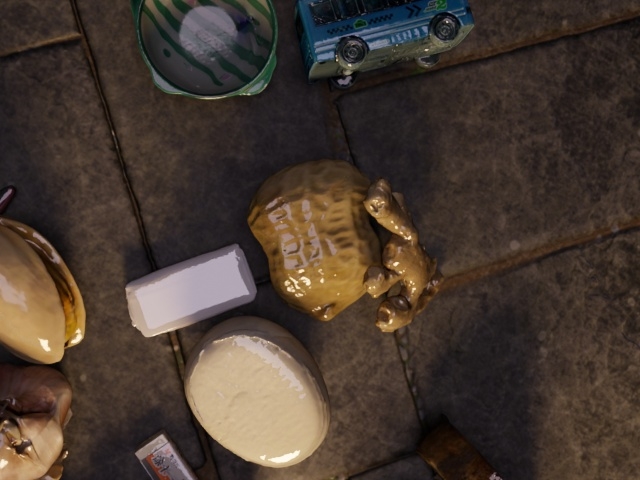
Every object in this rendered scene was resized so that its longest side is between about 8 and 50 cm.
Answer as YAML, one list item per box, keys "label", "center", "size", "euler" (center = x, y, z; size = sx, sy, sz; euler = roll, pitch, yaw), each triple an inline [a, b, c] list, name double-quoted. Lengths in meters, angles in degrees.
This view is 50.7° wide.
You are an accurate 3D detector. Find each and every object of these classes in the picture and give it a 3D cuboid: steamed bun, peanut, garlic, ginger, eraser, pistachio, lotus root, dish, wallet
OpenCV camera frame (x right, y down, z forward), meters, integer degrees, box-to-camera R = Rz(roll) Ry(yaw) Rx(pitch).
- label: "steamed bun"
  center: [-0.085, 0.211, 0.967]
  size: [0.177, 0.131, 0.228]
  euler: [-42, 98, 5]
- label: "peanut"
  center: [0.000, 0.000, 0.981]
  size: [0.197, 0.110, 0.233]
  euler: [-18, 95, -24]
- label: "garlic"
  center: [-0.417, 0.280, 0.864]
  size: [0.207, 0.256, 0.207]
  euler: [-3, 106, -9]
- label: "ginger"
  center: [0.106, 0.032, 0.955]
  size: [0.149, 0.065, 0.258]
  euler: [-54, 138, -28]
- label: "eraser"
  center: [-0.220, 0.345, 1.000]
  size: [0.052, 0.029, 0.122]
  euler: [-33, 95, -7]
- label: "pistachio"
  center: [-0.416, 0.067, 0.908]
  size: [0.157, 0.157, 0.229]
  euler: [-41, 101, -6]
- label: "lotus root"
  center: [0.250, 0.388, 1.009]
  size: [0.074, 0.170, 0.260]
  euler: [-39, 91, -9]
- label: "dish"
  center: [-0.153, -0.309, 0.973]
  size: [0.224, 0.078, 0.246]
  euler: [37, 87, -8]
- label: "wallet"
  center: [-0.192, 0.076, 0.999]
  size: [0.190, 0.033, 0.095]
  euler: [-21, 93, -8]

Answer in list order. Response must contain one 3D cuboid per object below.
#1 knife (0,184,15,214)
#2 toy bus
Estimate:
- label: "knife"
  center: [-0.526, 0.010, 0.955]
  size: [0.247, 0.018, 0.035]
  euler: [-45, 99, -4]
- label: "toy bus"
  center: [0.089, -0.316, 0.992]
  size: [0.246, 0.113, 0.134]
  euler: [-16, 88, -6]
